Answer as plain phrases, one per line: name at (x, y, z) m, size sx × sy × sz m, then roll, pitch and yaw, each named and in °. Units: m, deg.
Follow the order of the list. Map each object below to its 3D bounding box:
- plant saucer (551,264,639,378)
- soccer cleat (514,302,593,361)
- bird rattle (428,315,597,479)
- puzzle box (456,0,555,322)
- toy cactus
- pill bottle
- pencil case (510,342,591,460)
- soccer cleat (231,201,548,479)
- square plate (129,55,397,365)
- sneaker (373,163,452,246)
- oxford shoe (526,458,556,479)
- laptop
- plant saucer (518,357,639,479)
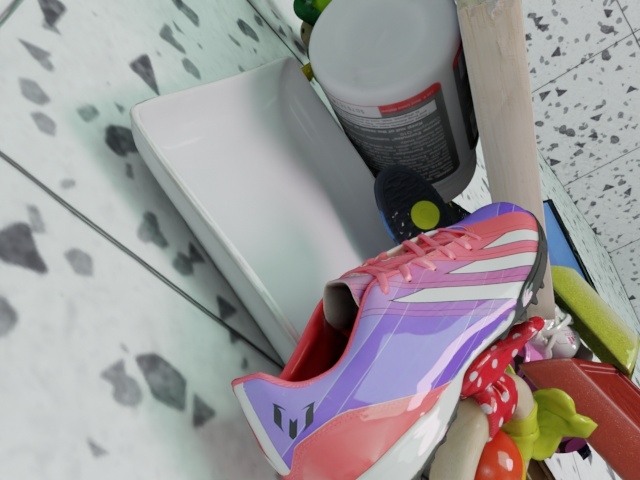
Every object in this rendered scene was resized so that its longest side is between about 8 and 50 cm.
plant saucer at (0.400, 0.119, 0.974) m, size 0.188 × 0.045 × 0.188 m, roll 55°, pitch 8°, yaw 28°
soccer cleat at (0.278, 0.093, 0.913) m, size 0.331 × 0.116 × 0.143 m, roll 37°, pitch -4°, yaw -42°
bird rattle at (0.161, 0.177, 0.601) m, size 0.253 × 0.143 × 0.207 m, roll 49°, pitch 58°, yaw -56°
puzzle box at (0.201, -0.138, 0.730) m, size 0.272 × 0.052 × 0.409 m, roll -82°, pitch 157°, yaw -44°
toy cactus at (-0.018, -0.284, 0.865) m, size 0.219 × 0.112 × 0.180 m, roll 64°, pitch 6°, yaw 15°
pill bottle at (0.103, -0.159, 0.796) m, size 0.283 × 0.161 × 0.161 m, roll 53°, pitch 19°, yaw -61°
pencil case at (0.284, 0.210, 0.884) m, size 0.209 × 0.098 × 0.095 m, roll 41°, pitch 6°, yaw -29°
soccer cleat at (0.068, 0.045, 0.481) m, size 0.116 × 0.108 × 0.318 m, roll 51°, pitch 52°, yaw -9°
square plate at (0.000, 0.000, 0.625) m, size 0.344 × 0.049 × 0.347 m, roll 56°, pitch 25°, yaw -8°
sneaker at (0.124, 0.013, 0.727) m, size 0.209 × 0.069 × 0.082 m, roll 53°, pitch -9°, yaw 3°
oxford shoe at (0.216, 0.270, 0.739) m, size 0.076 × 0.076 × 0.212 m, roll -3°, pitch 65°, yaw -29°
laptop at (0.347, 0.021, 1.142) m, size 0.264 × 0.136 × 0.234 m, roll 22°, pitch 44°, yaw -53°
plant saucer at (0.372, 0.227, 0.758) m, size 0.259 × 0.048 × 0.258 m, roll 16°, pitch 28°, yaw -51°
